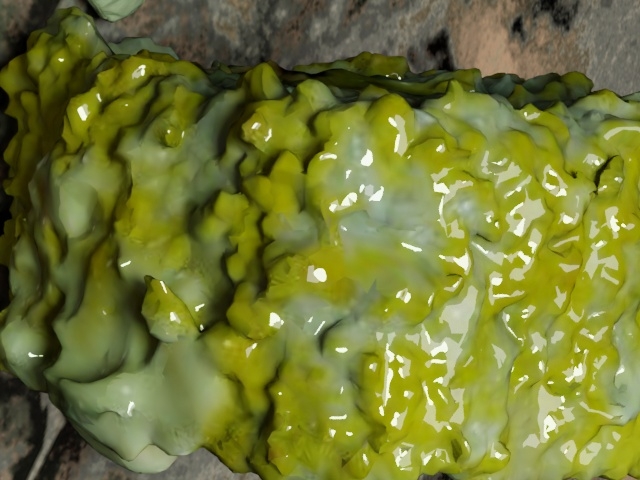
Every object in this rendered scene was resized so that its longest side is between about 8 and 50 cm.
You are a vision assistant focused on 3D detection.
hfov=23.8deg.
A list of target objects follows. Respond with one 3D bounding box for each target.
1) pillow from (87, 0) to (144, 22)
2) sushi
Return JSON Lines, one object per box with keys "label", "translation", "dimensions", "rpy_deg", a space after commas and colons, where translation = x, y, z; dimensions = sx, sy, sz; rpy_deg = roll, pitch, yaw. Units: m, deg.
{"label": "pillow", "translation": [-0.113, -0.304, 0.885], "dimensions": [0.274, 0.076, 0.281], "rpy_deg": [-63, 152, -13]}
{"label": "sushi", "translation": [0.000, 0.000, 0.889], "dimensions": [0.351, 0.396, 0.240], "rpy_deg": [-2, 102, -43]}
